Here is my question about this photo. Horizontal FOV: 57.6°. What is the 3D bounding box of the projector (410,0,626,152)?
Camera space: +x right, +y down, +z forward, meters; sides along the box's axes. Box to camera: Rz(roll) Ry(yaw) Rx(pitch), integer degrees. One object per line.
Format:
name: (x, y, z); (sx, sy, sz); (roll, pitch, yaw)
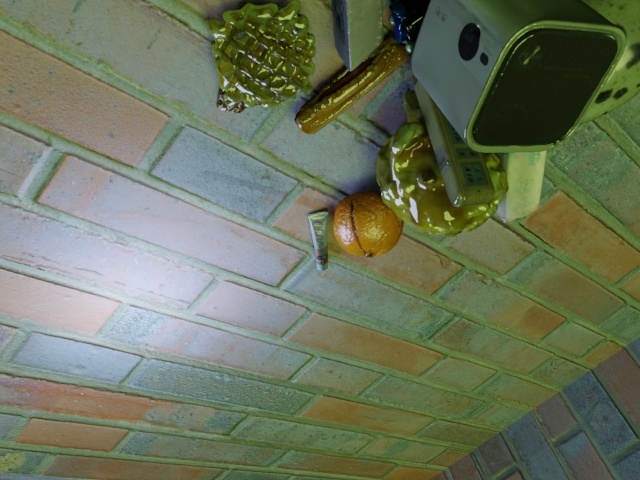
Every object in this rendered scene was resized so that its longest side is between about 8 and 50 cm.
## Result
projector: (0.339, -0.332, 1.054); (0.248, 0.249, 0.248); (-4, 137, -21)

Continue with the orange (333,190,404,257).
orange: (0.123, -0.038, 1.505); (0.194, 0.161, 0.193); (-4, 156, -2)

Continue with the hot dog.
hot dog: (0.064, -0.337, 1.262); (0.289, 0.068, 0.083); (-37, 158, 10)

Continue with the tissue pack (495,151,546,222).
tissue pack: (0.471, -0.209, 1.455); (0.124, 0.201, 0.271); (-14, 137, 1)

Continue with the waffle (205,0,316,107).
waffle: (-0.106, -0.356, 1.143); (0.204, 0.054, 0.223); (-14, 136, -8)

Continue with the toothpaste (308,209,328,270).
toothpaste: (0.000, 0.000, 1.602); (0.056, 0.036, 0.205); (-12, 133, -8)

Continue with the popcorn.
popcorn: (0.270, -0.162, 1.369); (0.274, 0.335, 0.279); (-41, 168, -42)

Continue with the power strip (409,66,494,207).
power strip: (0.268, -0.253, 1.214); (0.092, 0.387, 0.066); (-7, 161, -21)

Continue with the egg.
egg: (0.563, -0.410, 1.222); (0.379, 0.287, 0.288); (-41, 134, 16)

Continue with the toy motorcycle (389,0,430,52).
toy motorcycle: (0.293, -0.490, 1.134); (0.331, 0.125, 0.196); (-24, 141, 9)

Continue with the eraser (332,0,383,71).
eraser: (0.062, -0.495, 1.067); (0.077, 0.111, 0.352); (-13, 137, -6)

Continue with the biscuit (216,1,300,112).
biscuit: (-0.129, -0.360, 1.189); (0.131, 0.026, 0.236); (3, 131, -23)
